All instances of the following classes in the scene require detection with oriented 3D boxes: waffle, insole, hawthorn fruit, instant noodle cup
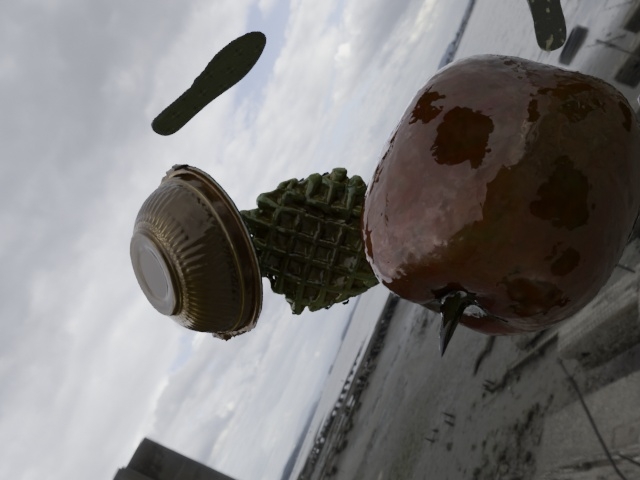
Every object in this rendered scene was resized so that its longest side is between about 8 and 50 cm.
[{"bbox_3d":[0.000,0.000,0.748,0.214,0.208,0.054,-27,-1,4],"label":"waffle"},{"bbox_3d":[-0.239,-0.331,1.077,0.322,0.007,0.109,-38,-21,13],"label":"insole"},{"bbox_3d":[0.164,-0.026,0.505,0.301,0.267,0.268,-61,-10,-27],"label":"hawthorn fruit"},{"bbox_3d":[0.484,-0.537,1.096,0.011,0.081,0.248,-16,-86,-79],"label":"insole"},{"bbox_3d":[-0.201,0.031,0.714,0.090,0.274,0.274,-23,-38,-40],"label":"instant noodle cup"}]

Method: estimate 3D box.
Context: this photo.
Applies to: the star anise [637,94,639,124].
[{"bbox_3d":[0.655,-0.181,0.942,0.110,0.257,0.198,-23,-49,-46],"label":"star anise"}]
